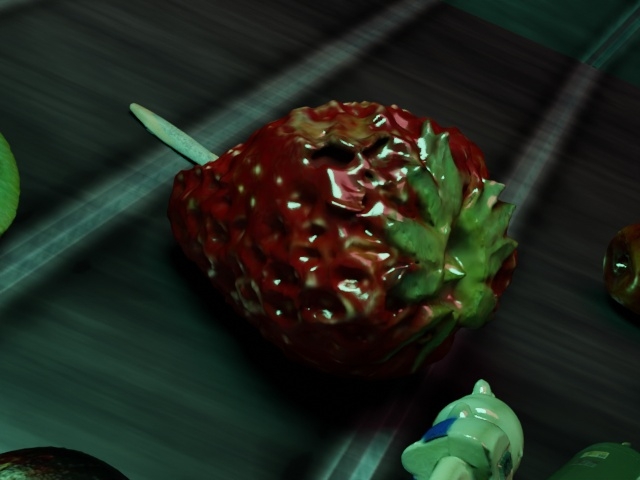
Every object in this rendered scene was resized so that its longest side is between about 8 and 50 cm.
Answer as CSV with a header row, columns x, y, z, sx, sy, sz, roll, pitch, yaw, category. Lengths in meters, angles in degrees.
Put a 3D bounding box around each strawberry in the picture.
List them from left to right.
x,y,z,sx,sy,sz,roll,pitch,yaw,category
0.000,0.000,1.378,0.345,0.295,0.317,2,27,36,strawberry

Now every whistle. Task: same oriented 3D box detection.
x,y,z,sx,sy,sz,roll,pitch,yaw,category
0.130,0.206,1.236,0.092,0.110,0.244,-2,15,22,whistle

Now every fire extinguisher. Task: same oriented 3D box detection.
x,y,z,sx,sy,sz,roll,pitch,yaw,category
0.239,0.253,1.251,0.114,0.095,0.311,4,11,34,fire extinguisher

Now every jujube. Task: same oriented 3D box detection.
x,y,z,sx,sy,sz,roll,pitch,yaw,category
0.529,0.046,1.831,0.290,0.197,0.197,7,29,-19,jujube

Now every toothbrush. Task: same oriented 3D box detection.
x,y,z,sx,sy,sz,roll,pitch,yaw,category
-0.103,-0.074,1.652,0.375,0.037,0.028,34,22,24,toothbrush

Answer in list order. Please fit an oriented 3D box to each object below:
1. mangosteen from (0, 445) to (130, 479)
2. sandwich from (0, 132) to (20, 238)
x,y,z,sx,sy,sz,roll,pitch,yaw,category
-0.166,0.234,0.790,0.216,0.216,0.216,21,25,-10,mangosteen
-0.420,-0.109,1.259,0.301,0.162,0.250,22,20,-15,sandwich
